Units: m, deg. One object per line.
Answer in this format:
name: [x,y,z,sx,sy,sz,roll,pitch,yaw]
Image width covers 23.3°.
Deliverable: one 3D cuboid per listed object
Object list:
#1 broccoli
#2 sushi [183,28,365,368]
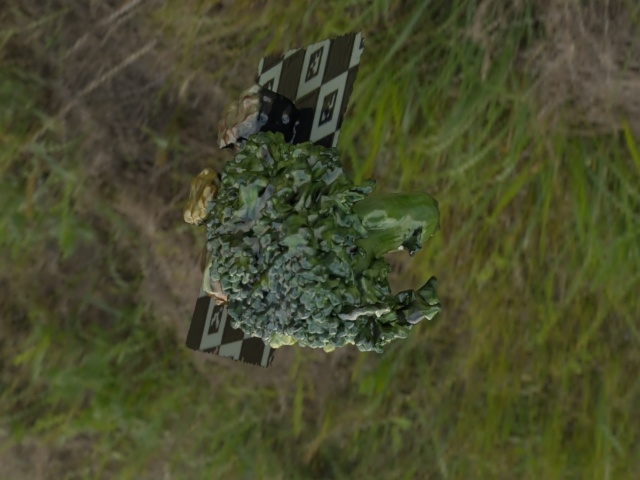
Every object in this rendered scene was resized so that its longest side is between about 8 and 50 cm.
broccoli: [0.000,0.000,0.589,0.092,0.095,0.097,-6,172,-29]
sushi: [-0.050,-0.032,0.974,0.040,0.210,0.193,18,174,-21]
